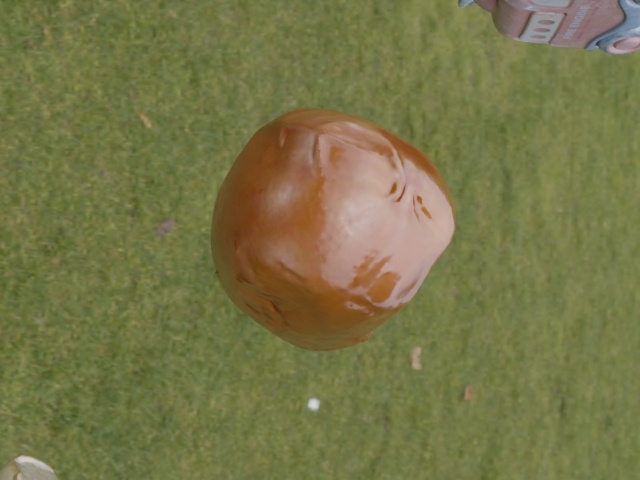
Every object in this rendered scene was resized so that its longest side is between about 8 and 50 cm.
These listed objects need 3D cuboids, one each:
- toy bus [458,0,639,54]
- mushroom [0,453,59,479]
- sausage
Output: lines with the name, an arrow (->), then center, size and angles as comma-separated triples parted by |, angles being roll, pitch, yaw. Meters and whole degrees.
toy bus -> 0.293, -0.344, 1.182 | 0.294, 0.232, 0.197 | 86, 0, -78
mushroom -> -0.380, 0.312, 1.023 | 0.206, 0.206, 0.209 | -8, 124, -54
sausage -> -0.002, -0.001, 0.586 | 0.258, 0.133, 0.133 | 123, -21, -79
